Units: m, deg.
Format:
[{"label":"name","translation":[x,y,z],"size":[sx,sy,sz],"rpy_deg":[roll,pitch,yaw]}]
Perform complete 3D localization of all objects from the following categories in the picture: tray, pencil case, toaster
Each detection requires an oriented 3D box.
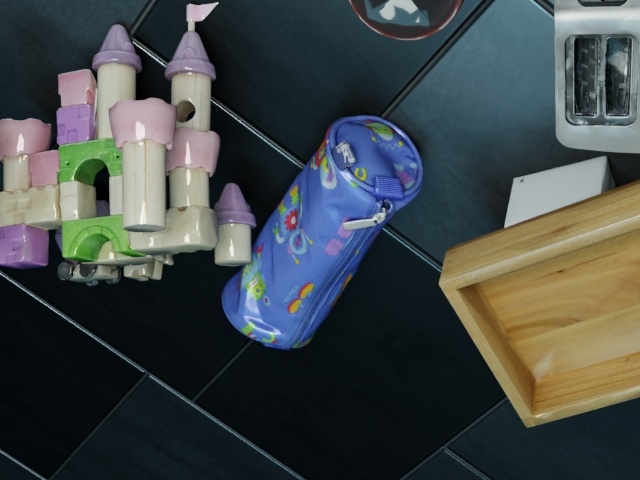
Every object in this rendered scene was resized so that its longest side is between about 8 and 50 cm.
[{"label":"tray","translation":[0.345,0.035,1.132],"size":[0.411,0.076,0.203],"rpy_deg":[-21,116,25]},{"label":"pencil case","translation":[0.000,0.000,1.305],"size":[0.119,0.133,0.306],"rpy_deg":[13,133,-26]},{"label":"toaster","translation":[0.302,-0.172,1.103],"size":[0.168,0.110,0.186],"rpy_deg":[3,126,16]}]

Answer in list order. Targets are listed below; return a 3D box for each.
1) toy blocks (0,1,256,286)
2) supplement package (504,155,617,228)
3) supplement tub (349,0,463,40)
[{"label":"toy blocks","translation":[-0.229,-0.107,1.276],"size":[0.288,0.309,0.260],"rpy_deg":[-7,78,21]},{"label":"supplement package","translation":[0.277,0.019,1.249],"size":[0.105,0.105,0.179],"rpy_deg":[-14,119,25]},{"label":"supplement tub","translation":[0.090,-0.263,1.045],"size":[0.106,0.198,0.106],"rpy_deg":[8,125,11]}]
